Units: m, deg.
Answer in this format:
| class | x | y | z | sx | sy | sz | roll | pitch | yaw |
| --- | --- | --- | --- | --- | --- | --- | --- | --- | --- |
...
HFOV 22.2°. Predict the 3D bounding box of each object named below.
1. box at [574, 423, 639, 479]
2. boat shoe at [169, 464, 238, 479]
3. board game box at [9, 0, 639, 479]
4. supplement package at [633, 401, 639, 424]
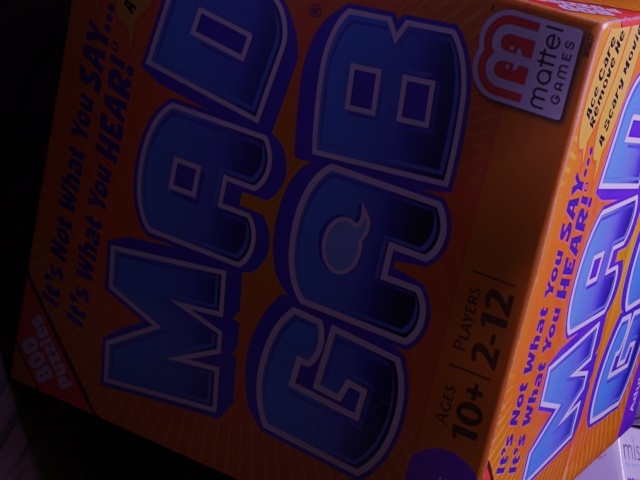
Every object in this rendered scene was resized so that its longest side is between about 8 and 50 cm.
| class | x | y | z | sx | sy | sz | roll | pitch | yaw |
| --- | --- | --- | --- | --- | --- | --- | --- | --- | --- |
| box | 0.180 | 0.297 | 1.466 | 0.127 | 0.262 | 0.231 | 18 | 62 | -57 |
| boat shoe | -0.049 | 0.189 | 1.275 | 0.285 | 0.105 | 0.089 | -32 | 109 | -58 |
| board game box | 0.052 | -0.041 | 1.160 | 0.356 | 0.357 | 0.356 | -21 | 127 | -60 |
| supplement package | 0.301 | 0.106 | 1.858 | 0.203 | 0.149 | 0.194 | 49 | 40 | -39 |
